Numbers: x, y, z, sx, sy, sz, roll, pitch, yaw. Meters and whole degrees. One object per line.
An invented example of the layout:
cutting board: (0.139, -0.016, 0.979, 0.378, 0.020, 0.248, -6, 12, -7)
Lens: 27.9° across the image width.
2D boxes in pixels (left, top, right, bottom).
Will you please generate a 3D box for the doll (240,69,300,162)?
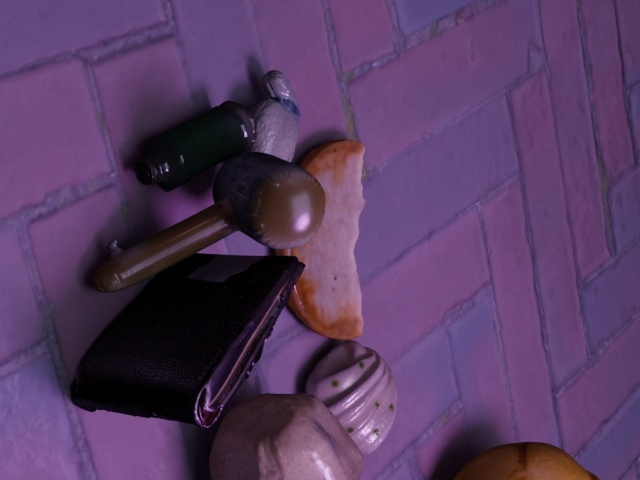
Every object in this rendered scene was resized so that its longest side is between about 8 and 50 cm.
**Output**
doll: (-0.074, -0.132, 1.817, 0.103, 0.072, 0.214, 21, 79, -50)

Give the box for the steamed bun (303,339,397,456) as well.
steamed bun: (0.056, 0.248, 1.983, 0.183, 0.106, 0.182, -2, 93, -53)

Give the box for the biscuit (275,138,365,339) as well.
biscuit: (0.000, 0.000, 1.949, 0.205, 0.040, 0.308, -3, 94, -53)

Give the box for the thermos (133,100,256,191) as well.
thermos: (-0.173, -0.120, 1.698, 0.188, 0.083, 0.073, -32, 96, -45)

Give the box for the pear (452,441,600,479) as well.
pear: (0.355, 0.499, 2.239, 0.314, 0.314, 0.314, -5, 96, -53)

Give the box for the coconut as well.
coconut: (-0.042, 0.320, 1.778, 0.224, 0.224, 0.224, -5, 96, -53)

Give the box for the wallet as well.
wallet: (-0.163, 0.112, 1.596, 0.262, 0.221, 0.071, -56, 128, -34)

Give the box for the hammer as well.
hammer: (-0.153, -0.012, 1.639, 0.306, 0.202, 0.113, -26, 107, -15)
